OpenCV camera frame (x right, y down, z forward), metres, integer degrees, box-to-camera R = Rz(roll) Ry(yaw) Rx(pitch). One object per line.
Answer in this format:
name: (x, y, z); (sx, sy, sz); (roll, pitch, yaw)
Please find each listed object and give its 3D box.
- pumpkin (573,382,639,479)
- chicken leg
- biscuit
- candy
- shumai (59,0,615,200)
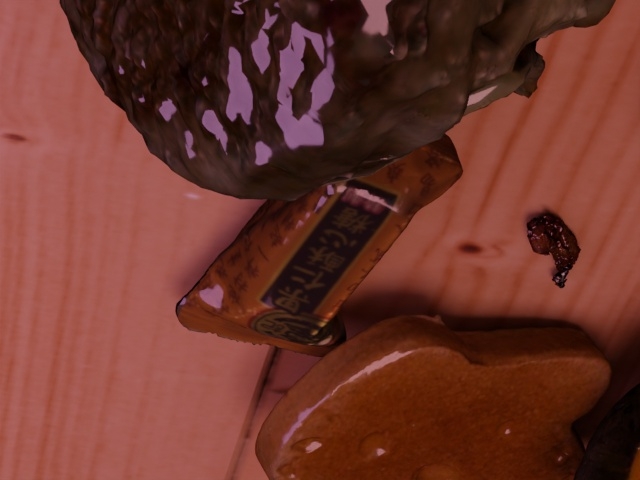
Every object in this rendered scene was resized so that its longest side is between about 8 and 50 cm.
pumpkin: (0.316, 0.156, 1.397); (0.312, 0.148, 0.169); (-15, 97, -27)
chicken leg: (0.195, 0.006, 1.318); (0.036, 0.021, 0.083); (-32, 131, 6)
biscuit: (0.120, 0.168, 1.401); (0.287, 0.057, 0.343); (-41, 131, 15)
candy: (0.000, 0.000, 1.241); (0.143, 0.101, 0.271); (22, 129, -16)
shumai: (0.041, -0.221, 0.938); (0.348, 0.395, 0.395); (-15, 133, -25)
